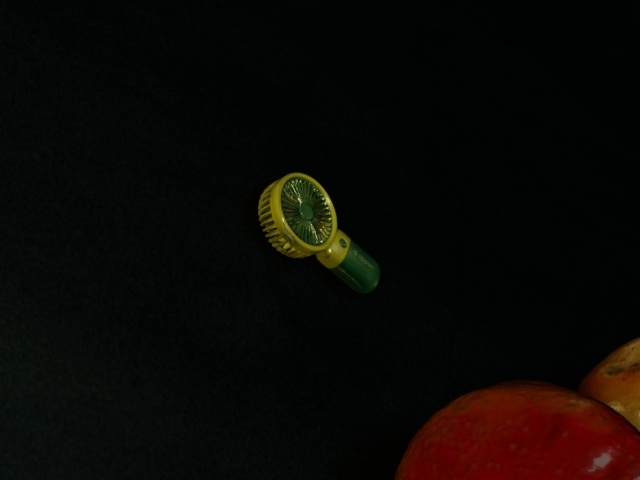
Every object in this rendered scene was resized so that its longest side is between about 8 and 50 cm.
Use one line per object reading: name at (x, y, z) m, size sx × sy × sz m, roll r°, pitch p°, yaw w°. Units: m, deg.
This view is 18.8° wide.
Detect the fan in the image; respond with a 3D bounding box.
fan at (0.000, 0.000, 1.911) m, size 0.155 × 0.039 × 0.082 m, roll 42°, pitch 44°, yaw -24°

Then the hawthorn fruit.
hawthorn fruit at (0.218, 0.264, 1.788) m, size 0.265 × 0.307 × 0.265 m, roll 1°, pitch 88°, yaw -45°

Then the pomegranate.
pomegranate at (0.363, 0.206, 2.060) m, size 0.209 × 0.209 × 0.209 m, roll 24°, pitch 53°, yaw -36°
